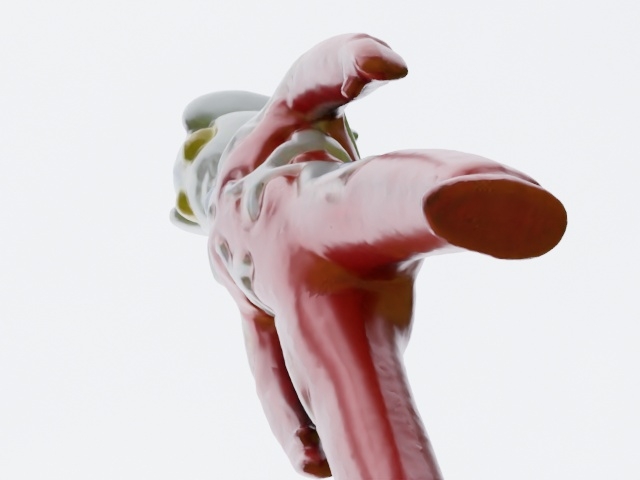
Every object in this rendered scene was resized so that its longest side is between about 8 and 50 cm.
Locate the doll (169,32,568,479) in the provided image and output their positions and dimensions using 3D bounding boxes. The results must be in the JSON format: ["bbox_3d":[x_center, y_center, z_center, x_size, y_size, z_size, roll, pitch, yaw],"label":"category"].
[{"bbox_3d":[0.000,0.000,0.675,0.099,0.384,0.188,8,-79,-15],"label":"doll"}]
